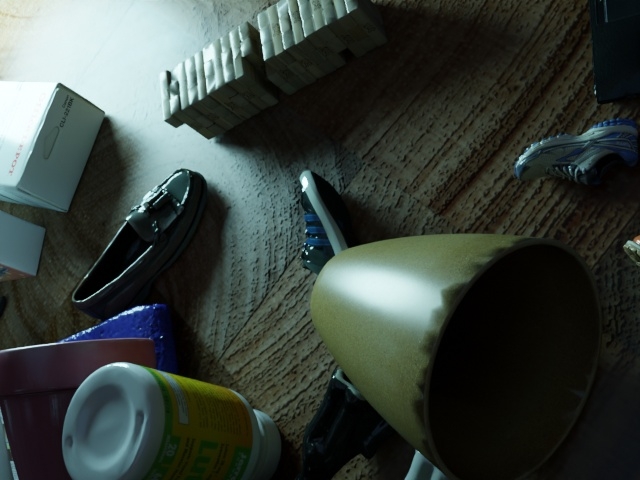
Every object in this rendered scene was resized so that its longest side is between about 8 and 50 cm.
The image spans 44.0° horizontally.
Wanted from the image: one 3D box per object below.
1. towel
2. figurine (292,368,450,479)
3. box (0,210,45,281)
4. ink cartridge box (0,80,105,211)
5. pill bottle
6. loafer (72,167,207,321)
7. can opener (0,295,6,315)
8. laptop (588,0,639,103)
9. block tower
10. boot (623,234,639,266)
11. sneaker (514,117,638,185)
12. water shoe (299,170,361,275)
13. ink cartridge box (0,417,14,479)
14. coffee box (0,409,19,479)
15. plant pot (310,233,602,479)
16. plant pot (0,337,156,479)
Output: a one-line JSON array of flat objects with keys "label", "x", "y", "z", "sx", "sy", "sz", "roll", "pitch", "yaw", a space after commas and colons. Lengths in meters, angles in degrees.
[{"label": "towel", "x": -0.279, "y": 0.260, "z": 1.092, "sx": 0.227, "sy": 0.076, "sz": 0.308, "roll": -23, "pitch": 59, "yaw": 17}, {"label": "figurine", "x": 0.049, "y": 0.284, "z": 0.851, "sx": 0.215, "sy": 0.092, "sz": 0.209, "roll": 36, "pitch": 101, "yaw": 38}, {"label": "box", "x": -0.584, "y": 0.011, "z": 1.359, "sx": 0.170, "sy": 0.130, "sz": 0.091, "roll": -9, "pitch": 66, "yaw": 32}, {"label": "ink cartridge box", "x": -0.535, "y": -0.171, "z": 1.408, "sx": 0.272, "sy": 0.114, "sz": 0.197, "roll": 9, "pitch": 76, "yaw": 38}, {"label": "pill bottle", "x": -0.155, "y": 0.227, "z": 0.902, "sx": 0.136, "sy": 0.245, "sz": 0.136, "roll": -13, "pitch": 65, "yaw": 30}, {"label": "loafer", "x": -0.265, "y": 0.005, "z": 1.170, "sx": 0.096, "sy": 0.084, "sz": 0.267, "roll": 34, "pitch": 92, "yaw": 39}, {"label": "can opener", "x": -0.592, "y": 0.175, "z": 1.350, "sx": 0.186, "sy": 0.059, "sz": 0.073, "roll": -61, "pitch": 24, "yaw": -13}, {"label": "laptop", "x": 0.391, "y": -0.296, "z": 0.806, "sx": 0.264, "sy": 0.136, "sz": 0.234, "roll": -9, "pitch": 66, "yaw": 32}, {"label": "block tower", "x": -0.074, "y": -0.261, "z": 1.143, "sx": 0.335, "sy": 0.097, "sz": 0.091, "roll": -23, "pitch": 60, "yaw": 23}, {"label": "boot", "x": 0.373, "y": 0.018, "z": 0.748, "sx": 0.158, "sy": 0.059, "sz": 0.085, "roll": 27, "pitch": 85, "yaw": 30}, {"label": "sneaker", "x": 0.276, "y": -0.085, "z": 0.856, "sx": 0.135, "sy": 0.052, "sz": 0.058, "roll": -19, "pitch": 66, "yaw": 28}, {"label": "water shoe", "x": 0.000, "y": 0.000, "z": 0.998, "sx": 0.080, "sy": 0.073, "sz": 0.203, "roll": -37, "pitch": 54, "yaw": 20}, {"label": "ink cartridge box", "x": -0.519, "y": 0.305, "z": 1.005, "sx": 0.279, "sy": 0.160, "sz": 0.385, "roll": -54, "pitch": 49, "yaw": 33}, {"label": "coffee box", "x": -0.497, "y": 0.317, "z": 1.195, "sx": 0.141, "sy": 0.098, "sz": 0.246, "roll": -47, "pitch": 53, "yaw": 11}, {"label": "plant pot", "x": 0.109, "y": 0.091, "z": 0.812, "sx": 0.254, "sy": 0.237, "sz": 0.237, "roll": 17, "pitch": 82, "yaw": 53}, {"label": "plant pot", "x": -0.298, "y": 0.219, "z": 0.969, "sx": 0.201, "sy": 0.201, "sz": 0.180, "roll": -11, "pitch": 80, "yaw": 31}]
